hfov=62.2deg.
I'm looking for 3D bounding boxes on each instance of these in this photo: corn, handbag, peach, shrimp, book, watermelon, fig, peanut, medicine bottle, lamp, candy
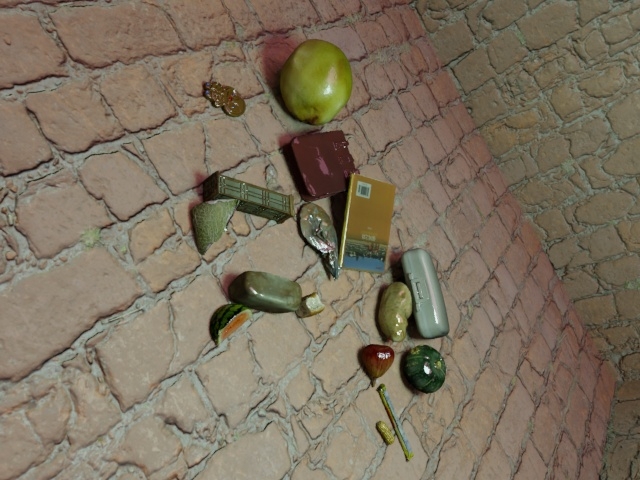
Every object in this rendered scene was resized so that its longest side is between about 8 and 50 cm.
[{"bbox_3d":[0.234,0.689,1.905,0.092,0.037,0.037,56,42,-7],"label":"corn"},{"bbox_3d":[0.014,-0.295,2.079,0.275,0.084,0.260,-19,84,-33],"label":"handbag"},{"bbox_3d":[-0.012,-0.627,2.116,0.314,0.281,0.316,49,51,-25],"label":"peach"},{"bbox_3d":[0.000,0.000,1.986,0.164,0.062,0.317,-2,68,-42],"label":"shrimp"},{"bbox_3d":[0.191,-0.062,2.129,0.262,0.028,0.375,10,87,-43],"label":"book"},{"bbox_3d":[-0.263,0.231,1.591,0.087,0.068,0.163,57,44,-7],"label":"watermelon"},{"bbox_3d":[0.203,0.449,1.940,0.119,0.119,0.153,34,64,-30],"label":"fig"},{"bbox_3d":[0.299,0.283,2.104,0.137,0.122,0.253,28,52,-11],"label":"peanut"},{"bbox_3d":[0.446,0.225,2.240,0.282,0.122,0.376,25,52,-65],"label":"medicine bottle"},{"bbox_3d":[-0.234,-0.139,1.788,0.325,0.089,0.090,13,62,-41],"label":"lamp"},{"bbox_3d":[-0.169,0.166,1.692,0.233,0.104,0.102,23,54,-36],"label":"candy"}]

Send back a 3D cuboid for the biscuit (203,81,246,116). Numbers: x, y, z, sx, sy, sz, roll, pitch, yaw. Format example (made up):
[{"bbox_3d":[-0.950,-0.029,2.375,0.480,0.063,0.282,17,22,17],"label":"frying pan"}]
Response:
[{"bbox_3d":[-0.341,-0.509,1.907,0.175,0.026,0.124,16,59,-41],"label":"biscuit"}]

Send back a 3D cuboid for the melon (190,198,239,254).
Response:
[{"bbox_3d":[-0.345,-0.060,1.655,0.139,0.093,0.203,31,77,1],"label":"melon"}]

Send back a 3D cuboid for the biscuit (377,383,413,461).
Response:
[{"bbox_3d":[0.282,0.673,1.969,0.048,0.026,0.292,-20,86,-53],"label":"biscuit"}]

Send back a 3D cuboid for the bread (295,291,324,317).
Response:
[{"bbox_3d":[-0.039,0.227,1.815,0.070,0.083,0.077,-29,93,-45],"label":"bread"}]

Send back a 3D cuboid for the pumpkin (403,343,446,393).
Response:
[{"bbox_3d":[0.414,0.504,2.097,0.190,0.146,0.190,33,28,-21],"label":"pumpkin"}]
